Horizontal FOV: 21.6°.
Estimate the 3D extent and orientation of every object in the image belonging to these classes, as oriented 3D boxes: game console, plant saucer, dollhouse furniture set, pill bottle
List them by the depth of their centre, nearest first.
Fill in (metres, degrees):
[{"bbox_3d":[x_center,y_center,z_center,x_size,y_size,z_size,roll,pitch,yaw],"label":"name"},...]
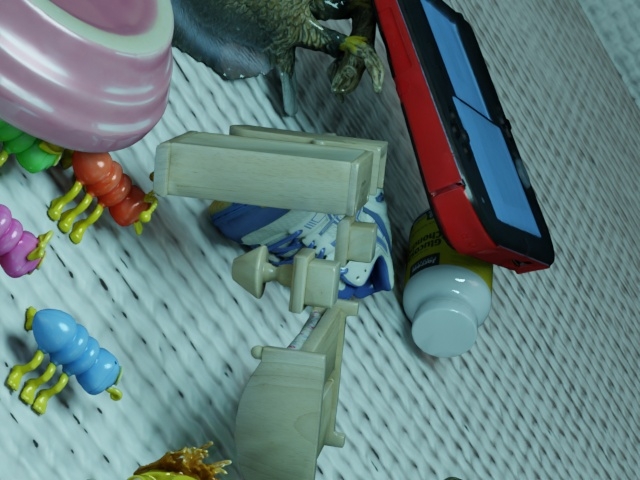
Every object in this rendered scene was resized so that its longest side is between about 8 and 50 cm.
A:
[{"bbox_3d":[-0.241,-0.226,1.395,0.332,0.084,0.332,39,28,-25],"label":"plant saucer"},{"bbox_3d":[-0.059,0.088,1.493,0.303,0.174,0.355,-45,142,-76],"label":"dollhouse furniture set"},{"bbox_3d":[0.165,-0.136,1.905,0.386,0.060,0.342,17,56,-70],"label":"game console"},{"bbox_3d":[0.149,0.048,1.961,0.103,0.103,0.184,51,28,-28],"label":"pill bottle"}]

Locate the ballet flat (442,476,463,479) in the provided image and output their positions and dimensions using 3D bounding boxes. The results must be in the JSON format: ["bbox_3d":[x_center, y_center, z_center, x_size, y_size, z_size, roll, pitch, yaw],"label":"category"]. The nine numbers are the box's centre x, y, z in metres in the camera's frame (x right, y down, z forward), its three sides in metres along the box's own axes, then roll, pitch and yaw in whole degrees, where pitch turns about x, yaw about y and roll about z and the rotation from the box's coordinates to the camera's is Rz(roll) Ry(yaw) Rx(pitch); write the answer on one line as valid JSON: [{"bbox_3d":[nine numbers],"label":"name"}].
[{"bbox_3d":[0.120,0.342,1.695,0.058,0.084,0.250,16,47,-13],"label":"ballet flat"}]

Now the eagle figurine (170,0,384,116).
[{"bbox_3d":[-0.068,-0.279,1.794,0.298,0.225,0.226,23,-5,-15],"label":"eagle figurine"}]

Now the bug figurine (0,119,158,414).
[{"bbox_3d":[-0.215,-0.009,1.348,0.216,0.072,0.279,46,32,-35],"label":"bug figurine"}]

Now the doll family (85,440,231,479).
[{"bbox_3d":[-0.077,0.246,1.297,0.118,0.163,0.263,-44,116,-18],"label":"doll family"}]

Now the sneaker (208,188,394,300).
[{"bbox_3d":[0.000,0.000,1.712,0.296,0.112,0.131,2,70,-59],"label":"sneaker"}]
